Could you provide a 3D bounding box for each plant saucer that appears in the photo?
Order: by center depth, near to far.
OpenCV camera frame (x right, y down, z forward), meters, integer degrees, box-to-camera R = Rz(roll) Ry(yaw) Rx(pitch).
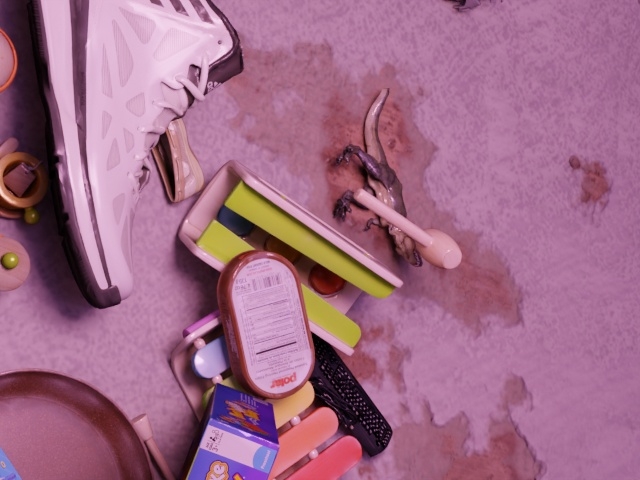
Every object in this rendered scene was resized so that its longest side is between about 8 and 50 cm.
[{"bbox_3d":[-0.341,0.306,1.652,0.310,0.050,0.311,9,74,-33],"label":"plant saucer"}]

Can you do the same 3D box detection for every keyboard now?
[{"bbox_3d":[0.039,0.209,1.914,0.192,0.038,0.100,53,36,-12],"label":"keyboard"}]

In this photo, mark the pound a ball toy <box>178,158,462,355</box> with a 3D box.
[{"bbox_3d":[0.000,0.000,1.874,0.319,0.136,0.208,34,94,-25],"label":"pound a ball toy"}]

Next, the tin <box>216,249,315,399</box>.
[{"bbox_3d":[-0.067,0.106,1.765,0.106,0.040,0.190,-14,97,-21],"label":"tin"}]

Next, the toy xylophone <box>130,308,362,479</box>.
[{"bbox_3d":[-0.097,0.249,1.806,0.236,0.081,0.323,-41,102,-32],"label":"toy xylophone"}]

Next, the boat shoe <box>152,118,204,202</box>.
[{"bbox_3d":[-0.203,-0.125,1.836,0.048,0.056,0.153,-31,105,-39],"label":"boat shoe"}]

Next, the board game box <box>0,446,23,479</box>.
[{"bbox_3d":[-0.389,0.360,1.446,0.302,0.308,0.086,58,33,-9],"label":"board game box"}]

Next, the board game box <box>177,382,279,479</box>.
[{"bbox_3d":[-0.126,0.296,1.575,0.078,0.347,0.233,22,89,-3],"label":"board game box"}]

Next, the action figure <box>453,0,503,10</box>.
[{"bbox_3d":[0.192,-0.450,2.149,0.285,0.099,0.185,1,72,-37],"label":"action figure"}]

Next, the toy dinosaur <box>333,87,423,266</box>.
[{"bbox_3d":[0.074,-0.086,2.010,0.118,0.064,0.268,-4,80,-41],"label":"toy dinosaur"}]

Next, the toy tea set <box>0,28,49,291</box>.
[{"bbox_3d":[-0.407,-0.106,1.652,0.200,0.124,0.336,-30,96,-35],"label":"toy tea set"}]

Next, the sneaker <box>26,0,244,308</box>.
[{"bbox_3d":[-0.206,-0.150,1.723,0.257,0.169,0.448,-7,84,-14],"label":"sneaker"}]
